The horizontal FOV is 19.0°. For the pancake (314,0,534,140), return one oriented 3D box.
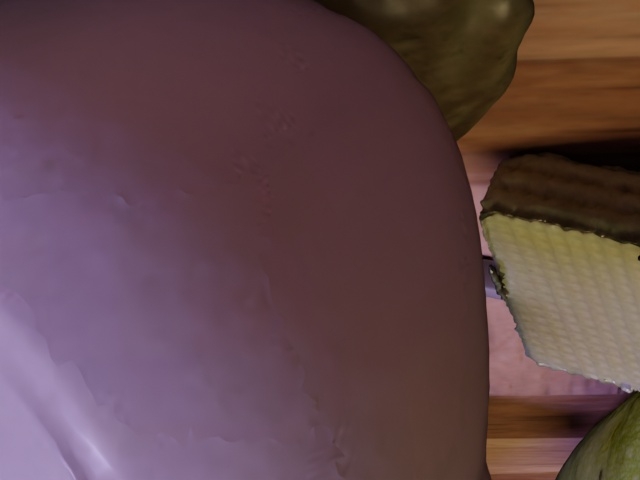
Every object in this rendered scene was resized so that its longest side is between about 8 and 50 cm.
[{"bbox_3d":[-0.089,-0.053,0.480,0.294,0.049,0.294,1,159,0],"label":"pancake"}]

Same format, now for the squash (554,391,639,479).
[{"bbox_3d":[0.178,0.134,0.970,0.118,0.118,0.370,2,167,-3],"label":"squash"}]

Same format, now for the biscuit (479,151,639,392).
[{"bbox_3d":[0.156,0.025,0.635,0.199,0.040,0.121,13,157,23],"label":"biscuit"}]

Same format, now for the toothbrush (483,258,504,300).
[{"bbox_3d":[-0.001,0.001,0.702,0.194,0.014,0.017,13,158,-34],"label":"toothbrush"}]

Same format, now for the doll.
[{"bbox_3d":[-0.033,0.047,0.457,0.221,0.221,0.251,7,130,-19],"label":"doll"}]
